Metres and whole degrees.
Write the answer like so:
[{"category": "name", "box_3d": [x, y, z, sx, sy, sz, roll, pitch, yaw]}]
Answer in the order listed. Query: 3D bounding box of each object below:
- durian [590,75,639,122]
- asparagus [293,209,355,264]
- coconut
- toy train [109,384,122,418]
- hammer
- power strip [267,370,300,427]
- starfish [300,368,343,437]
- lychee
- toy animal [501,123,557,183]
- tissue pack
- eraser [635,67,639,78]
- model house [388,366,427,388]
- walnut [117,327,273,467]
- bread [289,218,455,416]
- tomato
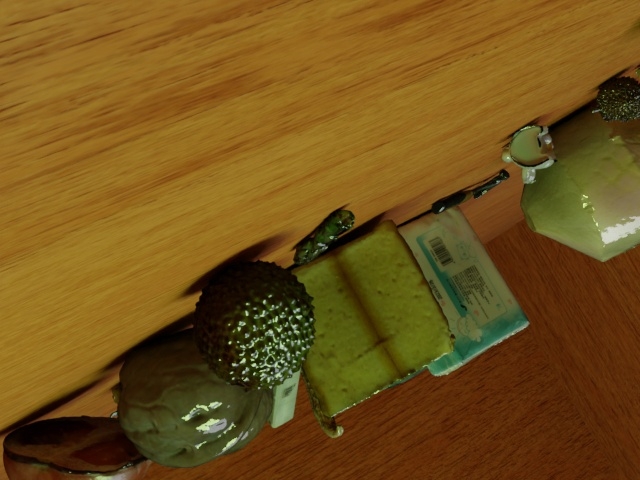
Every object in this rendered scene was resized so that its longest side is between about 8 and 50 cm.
[{"category": "durian", "box_3d": [0.454, -0.211, 1.847, 0.091, 0.080, 0.080, -21, 176, 17]}, {"category": "asparagus", "box_3d": [0.000, 0.000, 1.603, 0.036, 0.030, 0.165, -37, 178, -34]}, {"category": "coconut", "box_3d": [0.452, -0.095, 2.032, 0.259, 0.259, 0.259, -30, 173, -4]}, {"category": "toy train", "box_3d": [-0.251, 0.250, 2.044, 0.227, 0.091, 0.136, -24, 174, -11]}, {"category": "hammer", "box_3d": [0.262, -0.081, 2.191, 0.201, 0.021, 0.078, -23, 170, -46]}, {"category": "power strip", "box_3d": [-0.072, 0.164, 1.800, 0.043, 0.106, 0.367, -28, 155, -21]}, {"category": "starfish", "box_3d": [-0.056, 0.202, 2.122, 0.094, 0.375, 0.327, -60, -158, 16]}, {"category": "lychee", "box_3d": [-0.078, 0.096, 1.478, 0.171, 0.171, 0.171, -30, 173, -4]}, {"category": "toy animal", "box_3d": [0.322, -0.134, 1.846, 0.085, 0.071, 0.124, -33, 173, 16]}, {"category": "tissue pack", "box_3d": [0.225, 0.088, 2.198, 0.201, 0.271, 0.124, -24, 172, -39]}, {"category": "eraser", "box_3d": [0.613, -0.304, 1.872, 0.226, 0.069, 0.158, -27, 170, -23]}, {"category": "model house", "box_3d": [0.177, 0.120, 2.449, 0.295, 0.252, 0.329, -37, 177, 43]}, {"category": "walnut", "box_3d": [-0.177, 0.223, 1.737, 0.224, 0.224, 0.224, -30, 173, -4]}, {"category": "bread", "box_3d": [0.059, 0.131, 1.972, 0.233, 0.245, 0.362, -28, 171, -3]}, {"category": "tomato", "box_3d": [-0.353, 0.342, 1.807, 0.228, 0.112, 0.199, 11, -163, 29]}]
